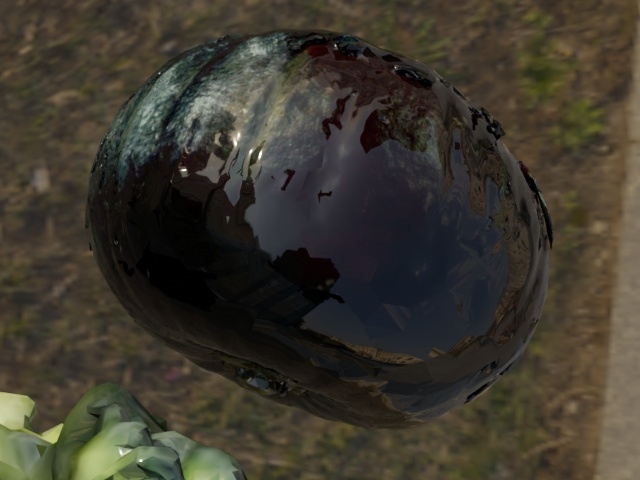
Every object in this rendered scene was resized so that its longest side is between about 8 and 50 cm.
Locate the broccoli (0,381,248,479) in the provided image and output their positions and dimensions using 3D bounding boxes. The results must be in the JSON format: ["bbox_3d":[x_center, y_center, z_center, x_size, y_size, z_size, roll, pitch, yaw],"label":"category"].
[{"bbox_3d":[-0.101,0.212,0.492,0.293,0.281,0.347,21,60,-68],"label":"broccoli"}]

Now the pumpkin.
[{"bbox_3d":[0.000,0.000,0.904,0.233,0.233,0.163,30,71,-22],"label":"pumpkin"}]
